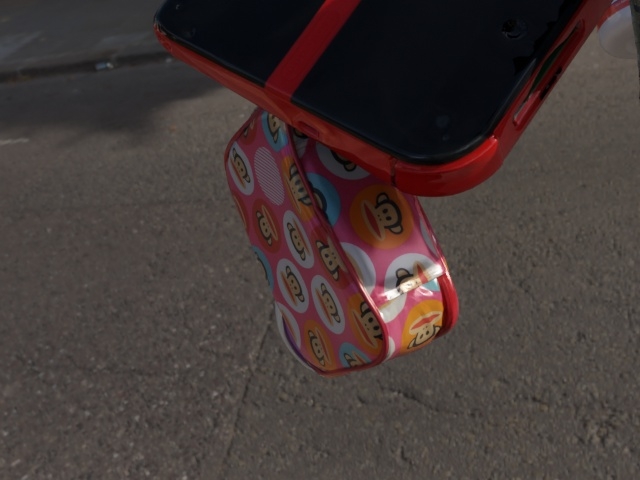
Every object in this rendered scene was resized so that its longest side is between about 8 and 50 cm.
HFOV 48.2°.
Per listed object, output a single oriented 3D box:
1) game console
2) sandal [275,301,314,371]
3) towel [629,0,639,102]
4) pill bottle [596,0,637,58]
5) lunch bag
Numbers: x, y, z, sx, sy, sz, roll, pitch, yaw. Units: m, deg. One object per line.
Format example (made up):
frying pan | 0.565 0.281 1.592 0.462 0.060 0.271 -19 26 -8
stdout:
game console | 0.082 -0.258 0.632 0.342 0.060 0.386 32 82 22
sandal | -0.001 0.101 1.267 0.170 0.416 0.102 -19 33 -8
towel | 0.310 -0.284 0.467 0.312 0.324 0.056 -33 38 0
pill bottle | 0.551 -0.491 1.228 0.182 0.181 0.322 -6 76 11
lunch bag | 0.000 0.000 0.767 0.120 0.293 0.258 -21 -6 -28
